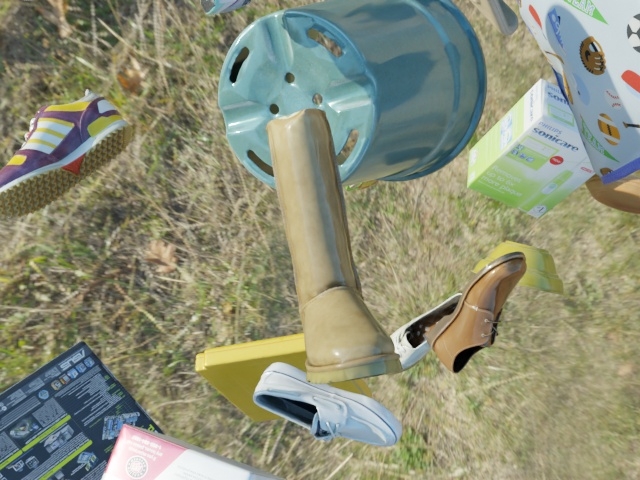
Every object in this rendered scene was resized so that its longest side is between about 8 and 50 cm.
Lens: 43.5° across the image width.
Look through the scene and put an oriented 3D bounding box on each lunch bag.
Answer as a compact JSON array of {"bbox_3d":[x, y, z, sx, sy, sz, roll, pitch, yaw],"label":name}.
[{"bbox_3d":[0.425,-0.266,1.068,0.238,0.385,0.328,-24,84,-10],"label":"lunch bag"}]

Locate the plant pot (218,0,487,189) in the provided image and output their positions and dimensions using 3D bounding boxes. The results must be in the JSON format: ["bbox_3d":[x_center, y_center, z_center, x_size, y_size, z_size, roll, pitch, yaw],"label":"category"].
[{"bbox_3d":[0.039,-0.227,1.224,0.341,0.334,0.341,9,108,27],"label":"plant pot"}]

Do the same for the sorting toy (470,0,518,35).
[{"bbox_3d":[0.087,-0.277,0.669,0.038,0.208,0.193,-41,66,16],"label":"sorting toy"}]

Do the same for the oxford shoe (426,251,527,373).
[{"bbox_3d":[0.231,0.104,1.121,0.212,0.076,0.076,-62,40,34],"label":"oxford shoe"}]

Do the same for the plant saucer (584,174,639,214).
[{"bbox_3d":[0.704,-0.104,1.844,0.199,0.200,0.037,19,81,9],"label":"plant saucer"}]

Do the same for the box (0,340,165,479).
[{"bbox_3d":[-0.388,0.304,1.164,0.216,0.060,0.270,46,49,8],"label":"box"}]

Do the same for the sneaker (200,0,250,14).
[{"bbox_3d":[-0.102,-0.323,1.013,0.098,0.069,0.038,-30,80,46],"label":"sneaker"}]

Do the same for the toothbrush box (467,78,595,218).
[{"bbox_3d":[0.492,-0.198,1.800,0.206,0.283,0.122,22,53,-15],"label":"toothbrush box"}]

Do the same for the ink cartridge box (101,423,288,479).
[{"bbox_3d":[-0.157,0.332,0.821,0.171,0.100,0.237,12,74,28],"label":"ink cartridge box"}]

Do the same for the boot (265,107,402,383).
[{"bbox_3d":[0.000,0.000,0.813,0.089,0.236,0.270,-10,90,-12],"label":"boot"}]

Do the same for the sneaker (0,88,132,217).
[{"bbox_3d":[-0.303,-0.098,0.885,0.084,0.070,0.185,44,58,14],"label":"sneaker"}]

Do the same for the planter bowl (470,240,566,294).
[{"bbox_3d":[0.457,0.054,1.818,0.217,0.217,0.091,14,94,9],"label":"planter bowl"}]

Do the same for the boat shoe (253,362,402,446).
[{"bbox_3d":[0.008,0.298,1.356,0.258,0.084,0.095,19,130,13],"label":"boat shoe"}]

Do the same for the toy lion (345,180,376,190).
[{"bbox_3d":[0.095,-0.131,1.709,0.100,0.096,0.034,-26,76,-14],"label":"toy lion"}]

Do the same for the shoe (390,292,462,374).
[{"bbox_3d":[0.177,0.162,1.413,0.219,0.058,0.077,-34,49,11],"label":"shoe"}]

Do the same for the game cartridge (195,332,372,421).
[{"bbox_3d":[-0.070,0.288,1.672,0.285,0.324,0.053,-11,54,15],"label":"game cartridge"}]
